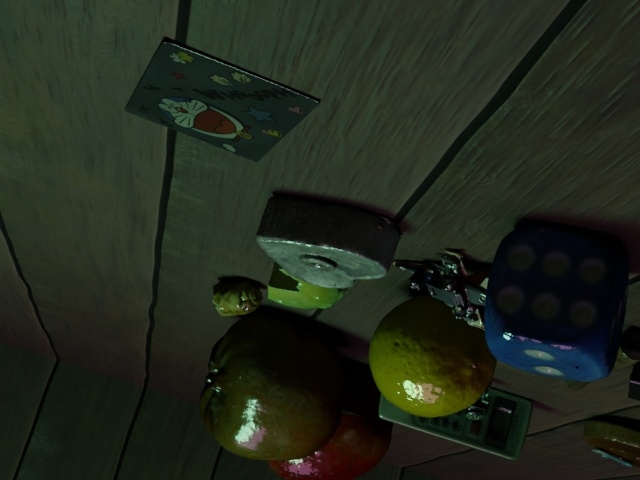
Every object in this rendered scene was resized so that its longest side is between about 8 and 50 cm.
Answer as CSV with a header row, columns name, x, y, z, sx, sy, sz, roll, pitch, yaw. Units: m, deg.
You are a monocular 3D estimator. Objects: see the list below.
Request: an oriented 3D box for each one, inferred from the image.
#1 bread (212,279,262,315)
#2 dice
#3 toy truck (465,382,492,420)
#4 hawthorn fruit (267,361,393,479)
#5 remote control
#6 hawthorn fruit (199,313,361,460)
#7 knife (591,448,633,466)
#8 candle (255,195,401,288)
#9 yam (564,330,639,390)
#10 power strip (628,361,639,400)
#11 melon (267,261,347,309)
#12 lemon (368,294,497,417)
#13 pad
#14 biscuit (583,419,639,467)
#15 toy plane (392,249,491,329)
name,x,y,z,sx,sy,sz,roll,pitch,yaw
bread,-0.143,0.097,2.023,0.066,0.060,0.110,9,172,-36
dice,0.267,0.073,1.364,0.143,0.146,0.146,9,162,21
toy truck,0.234,0.258,2.166,0.154,0.080,0.078,19,143,-8
hawthorn fruit,0.023,0.364,2.438,0.307,0.265,0.265,-11,157,14
remote control,0.250,0.314,2.251,0.285,0.123,0.038,20,165,-5
hawthorn fruit,-0.065,0.276,2.217,0.301,0.268,0.268,18,165,-19
knife,0.567,0.423,2.338,0.096,0.010,0.027,25,167,-21
candle,0.000,0.000,1.533,0.168,0.068,0.192,24,159,-20
yam,0.414,0.179,1.766,0.045,0.045,0.327,-14,167,-6
power strip,0.480,0.212,1.817,0.029,0.038,0.111,13,163,17
melon,-0.015,0.052,1.744,0.118,0.064,0.209,22,162,0
lemon,0.157,0.165,1.740,0.178,0.178,0.203,26,163,-31
pad,-0.113,-0.142,1.280,0.170,0.006,0.245,21,164,-14
biscuit,0.622,0.394,2.261,0.257,0.049,0.273,13,167,29
toy plane,0.160,0.058,1.577,0.188,0.062,0.135,9,135,35
